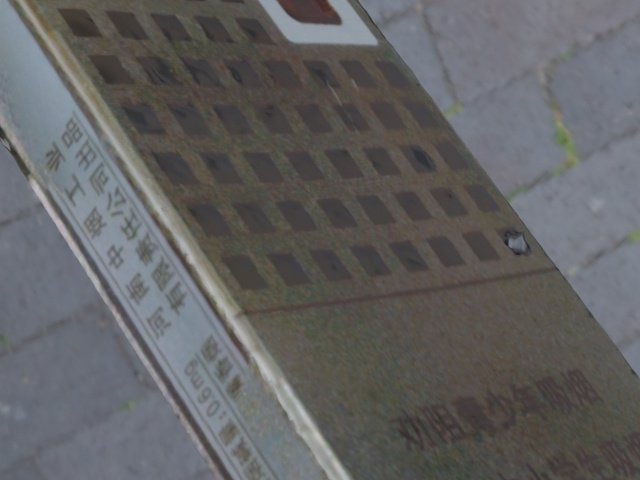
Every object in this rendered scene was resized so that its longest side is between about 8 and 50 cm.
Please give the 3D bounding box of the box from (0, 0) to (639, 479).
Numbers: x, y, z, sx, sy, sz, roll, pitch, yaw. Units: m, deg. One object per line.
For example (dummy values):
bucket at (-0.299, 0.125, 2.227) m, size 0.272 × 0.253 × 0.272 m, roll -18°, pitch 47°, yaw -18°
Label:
box at (0.001, 0.000, 0.575) m, size 0.180 × 0.325 × 0.047 m, roll -6°, pitch 144°, yaw -51°
